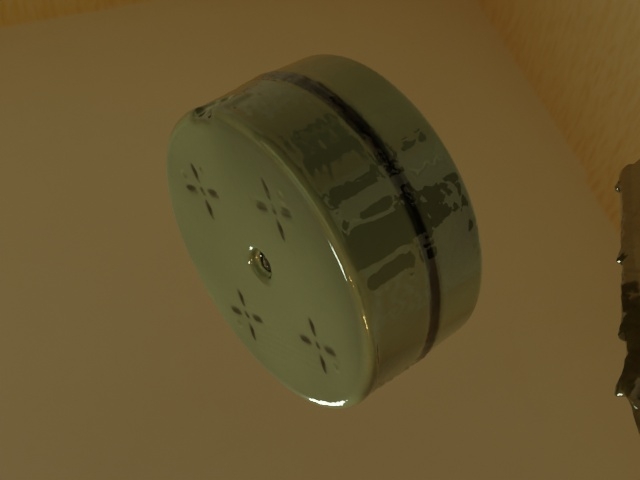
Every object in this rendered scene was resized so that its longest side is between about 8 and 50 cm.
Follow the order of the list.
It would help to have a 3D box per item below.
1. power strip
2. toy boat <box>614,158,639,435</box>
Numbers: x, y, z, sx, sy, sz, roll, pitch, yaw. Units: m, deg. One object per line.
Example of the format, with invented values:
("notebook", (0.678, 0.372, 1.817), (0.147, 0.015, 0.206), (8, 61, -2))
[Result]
("power strip", (0.000, 0.000, 0.981), (0.161, 0.357, 0.357), (-30, -118, -28))
("toy boat", (0.271, 0.049, 0.610), (0.162, 0.136, 0.445), (39, -149, -4))
